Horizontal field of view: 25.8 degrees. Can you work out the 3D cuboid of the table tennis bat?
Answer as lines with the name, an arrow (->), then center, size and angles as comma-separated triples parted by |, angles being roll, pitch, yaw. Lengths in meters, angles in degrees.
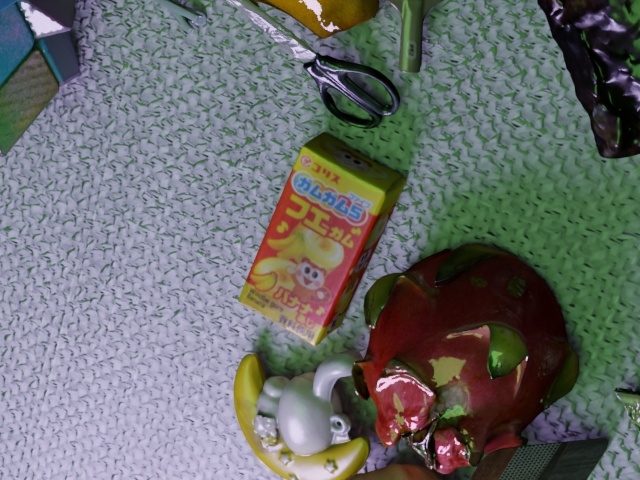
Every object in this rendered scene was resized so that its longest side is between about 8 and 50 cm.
table tennis bat -> 0.122, -0.341, 1.825 | 0.138, 0.022, 0.246 | 0, 110, -8

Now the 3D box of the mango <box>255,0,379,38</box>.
mango -> -0.074, -0.402, 1.855 | 0.359, 0.144, 0.187 | 29, 135, 4

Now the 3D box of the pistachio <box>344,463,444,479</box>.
pistachio -> 0.104, 0.458, 2.035 | 0.230, 0.230, 0.308 | 9, 110, 21

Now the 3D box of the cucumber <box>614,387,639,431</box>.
cucumber -> 0.510, 0.238, 1.883 | 0.220, 0.046, 0.070 | 5, 113, 24

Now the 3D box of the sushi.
sushi -> 0.416, -0.260, 1.611 | 0.300, 0.281, 0.294 | -25, 97, 15

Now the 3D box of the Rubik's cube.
Rubik's cube -> -0.531, -0.304, 1.981 | 0.358, 0.368, 0.387 | -14, 102, 10

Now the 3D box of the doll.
doll -> -0.024, 0.267, 2.095 | 0.237, 0.111, 0.252 | 9, 114, 38

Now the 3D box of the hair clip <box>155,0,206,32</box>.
hair clip -> -0.212, -0.340, 2.006 | 0.115, 0.039, 0.030 | 40, 111, 19

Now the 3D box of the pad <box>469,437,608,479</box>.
pad -> 0.325, 0.293, 1.868 | 0.323, 0.250, 0.055 | -48, 53, 42

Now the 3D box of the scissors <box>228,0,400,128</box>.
scissors -> -0.023, -0.254, 1.883 | 0.300, 0.022, 0.109 | 37, 139, -18

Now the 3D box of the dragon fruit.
dragon fruit -> 0.183, 0.172, 1.902 | 0.306, 0.226, 0.305 | 9, 113, 24

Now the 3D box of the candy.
candy -> 0.000, 0.000, 1.998 | 0.146, 0.088, 0.276 | 32, 117, 12
